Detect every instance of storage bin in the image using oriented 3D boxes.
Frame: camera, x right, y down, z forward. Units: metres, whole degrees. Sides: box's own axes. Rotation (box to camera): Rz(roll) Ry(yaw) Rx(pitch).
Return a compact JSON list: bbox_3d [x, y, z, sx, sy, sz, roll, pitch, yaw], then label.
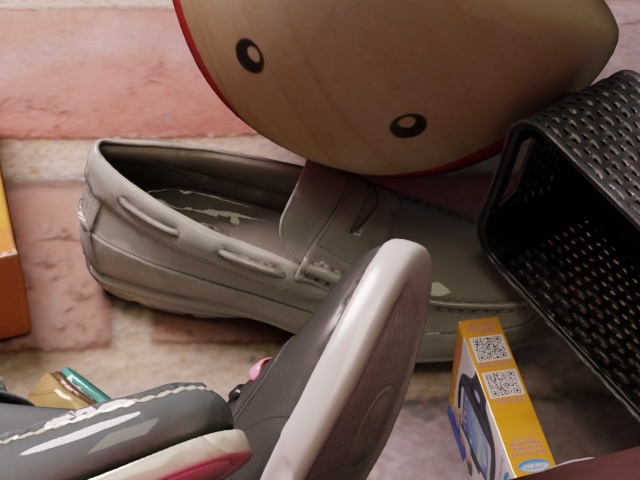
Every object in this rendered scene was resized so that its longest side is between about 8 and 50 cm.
[{"bbox_3d":[0.184,0.008,0.761,0.084,0.122,0.180,-26,61,-26],"label":"storage bin"}]

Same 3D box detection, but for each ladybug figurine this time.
[{"bbox_3d":[0.036,-0.150,0.906,0.305,0.161,0.449,23,15,3],"label":"ladybug figurine"}]

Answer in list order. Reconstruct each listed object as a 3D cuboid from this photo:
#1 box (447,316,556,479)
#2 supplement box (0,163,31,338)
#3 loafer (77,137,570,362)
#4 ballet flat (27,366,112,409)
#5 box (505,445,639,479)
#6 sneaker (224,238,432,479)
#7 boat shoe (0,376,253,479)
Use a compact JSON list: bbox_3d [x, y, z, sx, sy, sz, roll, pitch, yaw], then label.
[{"bbox_3d":[0.101,0.119,0.755,0.028,0.081,0.136,-5,43,-7],"label":"box"},{"bbox_3d":[-0.251,-0.036,0.916,0.080,0.078,0.233,-12,45,-14],"label":"supplement box"},{"bbox_3d":[0.000,0.000,0.858,0.320,0.111,0.112,7,43,6],"label":"loafer"},{"bbox_3d":[-0.077,0.151,0.738,0.232,0.080,0.073,27,76,28],"label":"ballet flat"},{"bbox_3d":[0.159,0.182,0.560,0.169,0.167,0.203,-12,0,-13],"label":"box"},{"bbox_3d":[-0.067,0.108,0.642,0.147,0.104,0.295,31,95,22],"label":"sneaker"},{"bbox_3d":[-0.182,0.095,0.581,0.319,0.116,0.099,-17,76,21],"label":"boat shoe"}]
